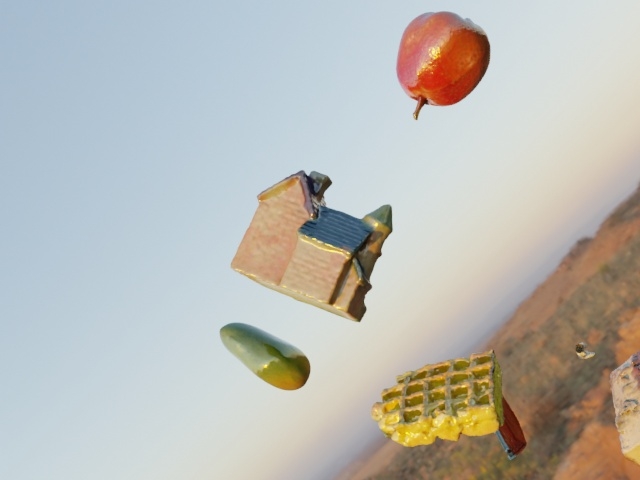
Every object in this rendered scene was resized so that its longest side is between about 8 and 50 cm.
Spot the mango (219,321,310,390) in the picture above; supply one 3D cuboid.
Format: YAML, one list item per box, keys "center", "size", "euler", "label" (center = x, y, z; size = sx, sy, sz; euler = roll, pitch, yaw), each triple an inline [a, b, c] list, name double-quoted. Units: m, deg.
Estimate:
- center: [-0.141, 0.289, 2.116]
  size: [0.114, 0.251, 0.156]
  euler: [-67, -12, 6]
  label: "mango"

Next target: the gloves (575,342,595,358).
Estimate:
- center: [0.646, 0.269, 2.075]
  size: [0.081, 0.044, 0.037]
  euler: [26, -32, -34]
  label: "gloves"

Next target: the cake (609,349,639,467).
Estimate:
- center: [0.780, 0.356, 1.742]
  size: [0.290, 0.282, 0.255]
  euler: [-43, 18, 35]
  label: "cake"

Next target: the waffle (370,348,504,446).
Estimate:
- center: [0.179, 0.256, 1.325]
  size: [0.211, 0.055, 0.160]
  euler: [-17, 21, 17]
  label: "waffle"

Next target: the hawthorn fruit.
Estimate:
- center: [0.240, -0.351, 1.729]
  size: [0.225, 0.197, 0.196]
  euler: [-64, -15, 8]
  label: "hawthorn fruit"

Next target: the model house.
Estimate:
- center: [0.000, 0.000, 1.910]
  size: [0.280, 0.312, 0.245]
  euler: [-67, -21, -8]
  label: "model house"

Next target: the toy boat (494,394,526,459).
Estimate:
- center: [0.332, 0.341, 1.593]
  size: [0.059, 0.173, 0.069]
  euler: [-26, 14, 26]
  label: "toy boat"
